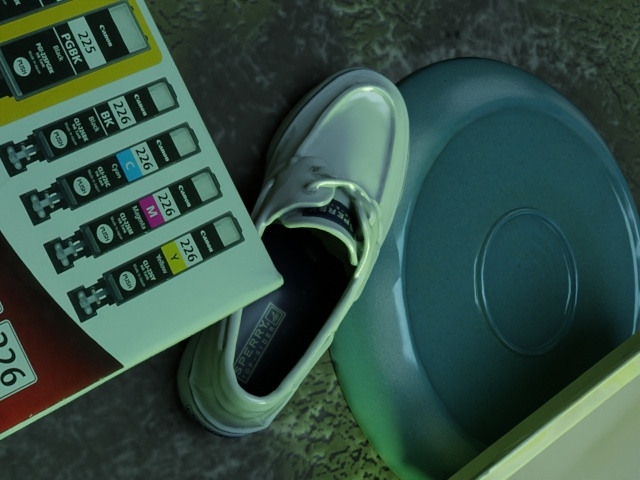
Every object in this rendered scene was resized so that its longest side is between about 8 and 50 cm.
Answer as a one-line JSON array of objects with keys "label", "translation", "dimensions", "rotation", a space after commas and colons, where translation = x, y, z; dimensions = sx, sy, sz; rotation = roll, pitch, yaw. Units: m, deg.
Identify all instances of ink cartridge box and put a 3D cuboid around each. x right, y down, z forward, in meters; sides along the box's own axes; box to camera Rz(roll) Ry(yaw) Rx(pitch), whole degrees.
[{"label": "ink cartridge box", "translation": [-0.164, -0.077, 0.955], "dimensions": [0.272, 0.130, 0.309], "rotation": [-29, 94, -42]}]

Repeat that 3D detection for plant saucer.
[{"label": "plant saucer", "translation": [0.131, 0.030, 1.311], "dimensions": [0.318, 0.044, 0.317], "rotation": [4, 84, -42]}]

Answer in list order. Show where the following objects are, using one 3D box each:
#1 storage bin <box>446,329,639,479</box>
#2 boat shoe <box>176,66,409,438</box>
[{"label": "storage bin", "translation": [0.248, 0.192, 1.211], "dimensions": [0.260, 0.123, 0.262], "rotation": [-35, 87, -19]}, {"label": "boat shoe", "translation": [0.000, 0.000, 1.150], "dimensions": [0.095, 0.084, 0.258], "rotation": [26, 67, -14]}]
